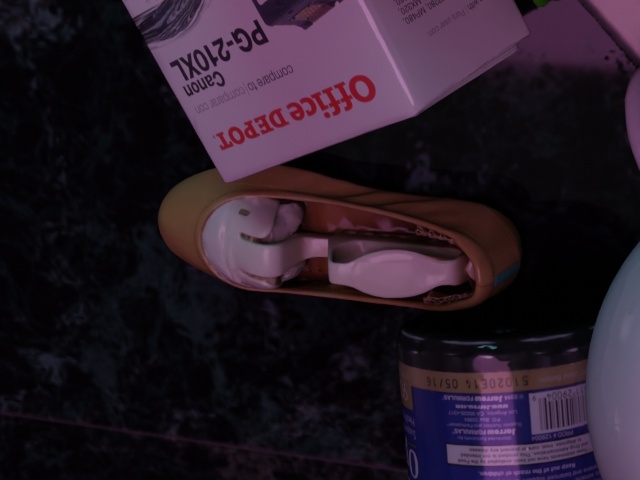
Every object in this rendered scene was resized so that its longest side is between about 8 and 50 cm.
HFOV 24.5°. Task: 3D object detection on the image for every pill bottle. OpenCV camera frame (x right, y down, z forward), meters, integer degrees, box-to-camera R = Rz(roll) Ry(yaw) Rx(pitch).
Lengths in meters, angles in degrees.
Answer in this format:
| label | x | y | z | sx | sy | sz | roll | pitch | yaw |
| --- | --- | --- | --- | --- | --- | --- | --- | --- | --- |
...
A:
| label | x | y | z | sx | sy | sz | roll | pitch | yaw |
| --- | --- | --- | --- | --- | --- | --- | --- | --- | --- |
| pill bottle | 0.112 | 0.150 | 0.836 | 0.123 | 0.123 | 0.219 | -2 | 97 | 21 |

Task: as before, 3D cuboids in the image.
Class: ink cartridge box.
| label | x | y | z | sx | sy | sz | roll | pitch | yaw |
| --- | --- | --- | --- | --- | --- | --- | --- | --- | --- |
| ink cartridge box | -0.027 | -0.165 | 0.762 | 0.172 | 0.100 | 0.237 | -16 | 107 | 51 |

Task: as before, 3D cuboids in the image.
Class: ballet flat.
| label | x | y | z | sx | sy | sz | roll | pitch | yaw |
| --- | --- | --- | --- | --- | --- | --- | --- | --- | --- |
| ballet flat | 0.000 | 0.000 | 0.865 | 0.232 | 0.073 | 0.080 | 3 | 111 | 19 |

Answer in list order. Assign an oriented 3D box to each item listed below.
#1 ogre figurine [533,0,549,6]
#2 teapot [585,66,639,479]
| label | x | y | z | sx | sy | sz | roll | pitch | yaw |
| --- | --- | --- | --- | --- | --- | --- | --- | --- | --- |
| ogre figurine | 0.138 | -0.224 | 0.715 | 0.118 | 0.097 | 0.197 | 38 | 130 | -11 |
| teapot | 0.237 | 0.067 | 0.754 | 0.252 | 0.187 | 0.256 | 22 | 91 | -11 |
